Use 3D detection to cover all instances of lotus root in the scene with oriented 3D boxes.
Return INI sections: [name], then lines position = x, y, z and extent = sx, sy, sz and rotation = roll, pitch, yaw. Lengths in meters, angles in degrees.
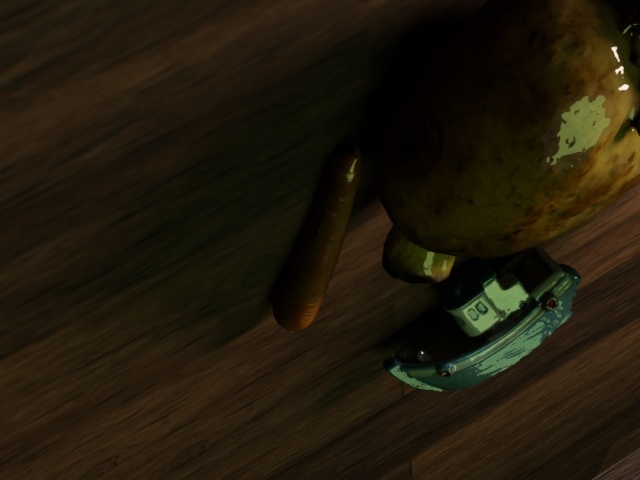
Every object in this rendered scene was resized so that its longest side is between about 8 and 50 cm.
[lotus root]
position = 0.133, -0.075, 0.629
extent = 0.169, 0.141, 0.314
rotation = 3, 143, -44

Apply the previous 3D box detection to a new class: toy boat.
[toy boat]
position = 0.155, 0.070, 0.942
extent = 0.215, 0.088, 0.102
rotation = -37, 117, 5

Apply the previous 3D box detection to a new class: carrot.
[carrot]
position = 0.000, 0.000, 0.713
extent = 0.037, 0.037, 0.190
rotation = -13, 140, -34
